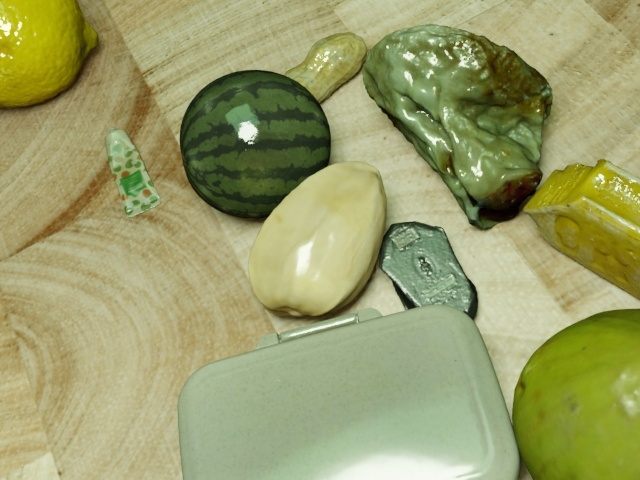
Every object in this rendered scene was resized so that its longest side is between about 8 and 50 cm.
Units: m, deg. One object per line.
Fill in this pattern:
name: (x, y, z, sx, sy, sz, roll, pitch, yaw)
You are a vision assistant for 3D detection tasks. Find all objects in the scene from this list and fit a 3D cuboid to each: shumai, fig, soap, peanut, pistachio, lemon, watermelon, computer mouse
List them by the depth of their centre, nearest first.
fig: (0.323, 0.171, 0.881, 0.239, 0.271, 0.239, 4, 52, -5)
soap: (0.372, -0.006, 1.043, 0.257, 0.160, 0.080, 34, 73, 29)
pistachio: (0.000, 0.000, 1.126, 0.157, 0.157, 0.229, 24, 71, 25)
computer mouse: (0.140, 0.050, 1.127, 0.099, 0.057, 0.172, -30, 69, -8)
shumai: (0.169, -0.148, 1.152, 0.272, 0.222, 0.203, 17, 68, 12)
watermelon: (-0.089, -0.134, 1.203, 0.212, 0.212, 0.212, -6, 58, 10)
peanut: (0.000, -0.262, 1.333, 0.174, 0.080, 0.080, -43, 59, -15)
lemon: (-0.498, -0.335, 1.408, 0.253, 0.228, 0.228, -15, 57, -6)

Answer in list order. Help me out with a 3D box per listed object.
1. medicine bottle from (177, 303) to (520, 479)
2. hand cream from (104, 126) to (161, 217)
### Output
medicine bottle: (0.027, 0.227, 1.002, 0.375, 0.123, 0.282, -16, 58, 4)
hand cream: (-0.298, -0.111, 1.344, 0.057, 0.037, 0.165, -25, 63, -3)
